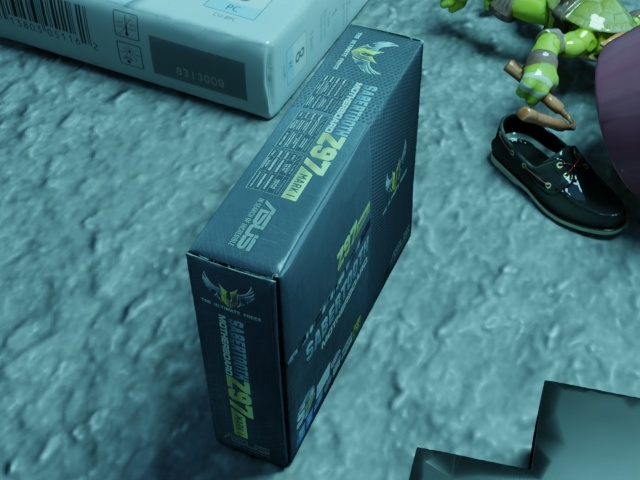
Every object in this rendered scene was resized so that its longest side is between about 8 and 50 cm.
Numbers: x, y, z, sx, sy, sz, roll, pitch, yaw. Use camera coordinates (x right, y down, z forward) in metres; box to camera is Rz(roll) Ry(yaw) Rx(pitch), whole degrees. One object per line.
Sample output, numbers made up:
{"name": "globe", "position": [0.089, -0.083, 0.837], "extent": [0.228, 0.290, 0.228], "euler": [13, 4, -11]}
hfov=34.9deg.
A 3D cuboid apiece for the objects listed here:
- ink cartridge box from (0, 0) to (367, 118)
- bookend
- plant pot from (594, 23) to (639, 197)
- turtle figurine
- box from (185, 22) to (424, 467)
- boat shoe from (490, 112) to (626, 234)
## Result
{"name": "ink cartridge box", "position": [-0.097, -0.300, 1.016], "extent": [0.308, 0.091, 0.385], "euler": [18, 50, 18]}
{"name": "bookend", "position": [0.116, 0.151, 0.584], "extent": [0.157, 0.072, 0.156], "euler": [9, 46, 12]}
{"name": "plant pot", "position": [0.307, -0.107, 0.730], "extent": [0.180, 0.201, 0.201], "euler": [-13, 35, 38]}
{"name": "turtle figurine", "position": [0.209, -0.187, 0.882], "extent": [0.269, 0.087, 0.217], "euler": [-24, 47, -33]}
{"name": "box", "position": [0.000, 0.000, 0.658], "extent": [0.059, 0.183, 0.233], "euler": [16, 48, 17]}
{"name": "boat shoe", "position": [0.187, -0.052, 0.801], "extent": [0.049, 0.042, 0.133], "euler": [-27, 52, -26]}
